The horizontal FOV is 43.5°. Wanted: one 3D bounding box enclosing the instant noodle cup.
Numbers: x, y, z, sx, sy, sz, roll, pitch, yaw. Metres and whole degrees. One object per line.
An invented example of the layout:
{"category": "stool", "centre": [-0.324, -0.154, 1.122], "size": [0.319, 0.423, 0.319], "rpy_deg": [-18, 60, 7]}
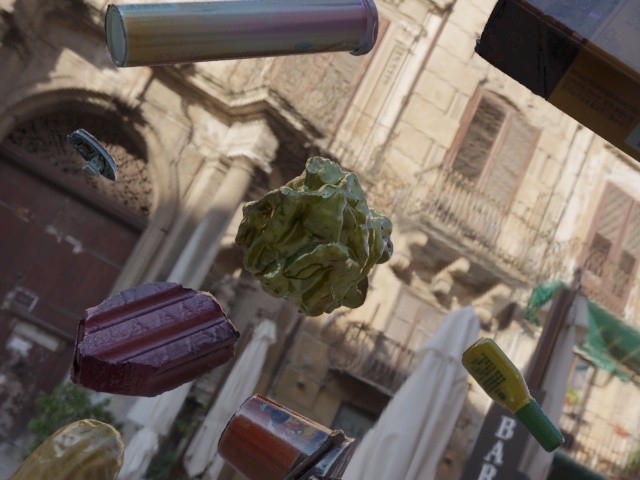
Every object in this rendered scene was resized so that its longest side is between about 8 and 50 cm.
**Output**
{"category": "instant noodle cup", "centre": [-0.044, 0.255, 0.958], "size": [0.135, 0.127, 0.127], "rpy_deg": [30, -16, 18]}

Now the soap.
{"category": "soap", "centre": [-0.310, 0.180, 1.434], "size": [0.182, 0.289, 0.112], "rpy_deg": [46, -43, 29]}

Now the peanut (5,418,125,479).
{"category": "peanut", "centre": [-0.455, 0.429, 1.321], "size": [0.140, 0.325, 0.153], "rpy_deg": [42, 3, -2]}

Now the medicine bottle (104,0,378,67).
{"category": "medicine bottle", "centre": [-0.115, -0.330, 1.251], "size": [0.425, 0.108, 0.108], "rpy_deg": [-11, -1, -28]}

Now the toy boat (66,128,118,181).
{"category": "toy boat", "centre": [-0.496, -0.178, 1.747], "size": [0.059, 0.066, 0.140], "rpy_deg": [-16, -52, 41]}

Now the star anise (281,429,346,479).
{"category": "star anise", "centre": [-0.053, 0.299, 0.805], "size": [0.089, 0.231, 0.209], "rpy_deg": [20, -45, 41]}

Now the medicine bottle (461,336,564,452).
{"category": "medicine bottle", "centre": [0.395, 0.318, 1.643], "size": [0.261, 0.064, 0.095], "rpy_deg": [52, -51, 17]}

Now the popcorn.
{"category": "popcorn", "centre": [-0.015, 0.002, 1.545], "size": [0.312, 0.312, 0.312], "rpy_deg": [23, -19, 8]}

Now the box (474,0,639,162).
{"category": "box", "centre": [0.441, -0.240, 1.067], "size": [0.415, 0.264, 0.116], "rpy_deg": [36, -34, 10]}
